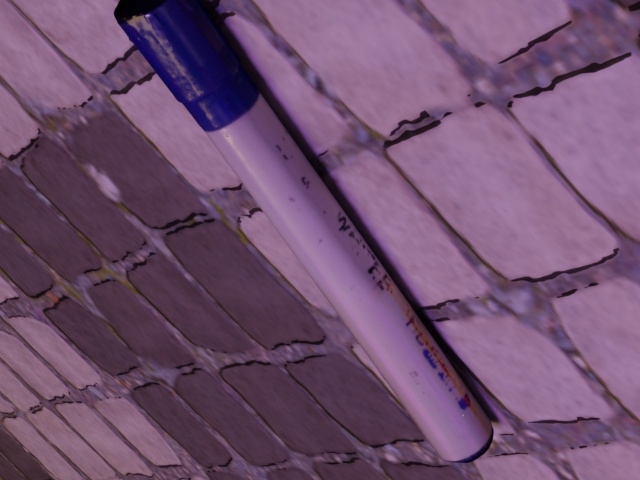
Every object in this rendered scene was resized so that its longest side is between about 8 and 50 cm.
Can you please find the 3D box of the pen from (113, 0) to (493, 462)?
[{"bbox_3d":[0.000,0.000,0.693,0.033,0.033,0.269,5,137,52],"label":"pen"}]
